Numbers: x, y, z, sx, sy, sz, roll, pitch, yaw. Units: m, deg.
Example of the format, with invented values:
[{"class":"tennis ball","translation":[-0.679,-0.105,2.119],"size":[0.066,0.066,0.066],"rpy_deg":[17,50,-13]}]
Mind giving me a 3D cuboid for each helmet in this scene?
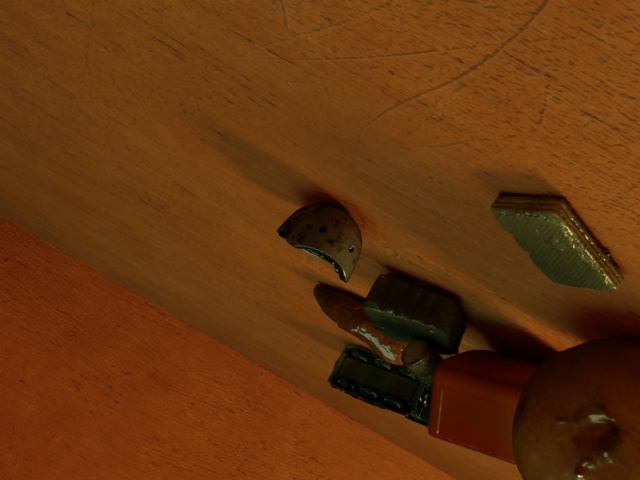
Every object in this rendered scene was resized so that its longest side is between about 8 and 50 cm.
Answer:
[{"class":"helmet","translation":[0.010,-0.012,1.699],"size":[0.153,0.107,0.177],"rpy_deg":[32,-178,-18]}]

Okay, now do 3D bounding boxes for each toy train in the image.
[{"class":"toy train","translation":[0.184,0.399,2.535],"size":[0.330,0.138,0.178],"rpy_deg":[15,162,43]}]

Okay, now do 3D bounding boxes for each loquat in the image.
[{"class":"loquat","translation":[0.470,0.315,1.508],"size":[0.329,0.328,0.328],"rpy_deg":[27,163,9]}]

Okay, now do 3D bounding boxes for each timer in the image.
[{"class":"timer","translation":[0.379,0.305,1.844],"size":[0.258,0.161,0.250],"rpy_deg":[10,-163,44]}]

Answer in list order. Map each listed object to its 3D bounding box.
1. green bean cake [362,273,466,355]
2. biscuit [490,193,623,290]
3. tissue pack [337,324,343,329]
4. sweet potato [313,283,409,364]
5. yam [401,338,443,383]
[{"class":"green bean cake","translation":[0.194,0.151,1.870],"size":[0.185,0.094,0.183],"rpy_deg":[21,162,23]},{"class":"biscuit","translation":[0.335,0.006,1.321],"size":[0.121,0.040,0.199],"rpy_deg":[6,150,50]},{"class":"tissue pack","translation":[0.115,0.211,2.243],"size":[0.156,0.051,0.112],"rpy_deg":[25,164,13]},{"class":"sweet potato","translation":[0.100,0.184,2.142],"size":[0.292,0.097,0.097],"rpy_deg":[35,165,14]},{"class":"yam","translation":[0.211,0.248,1.878],"size":[0.070,0.069,0.146],"rpy_deg":[17,161,36]}]
